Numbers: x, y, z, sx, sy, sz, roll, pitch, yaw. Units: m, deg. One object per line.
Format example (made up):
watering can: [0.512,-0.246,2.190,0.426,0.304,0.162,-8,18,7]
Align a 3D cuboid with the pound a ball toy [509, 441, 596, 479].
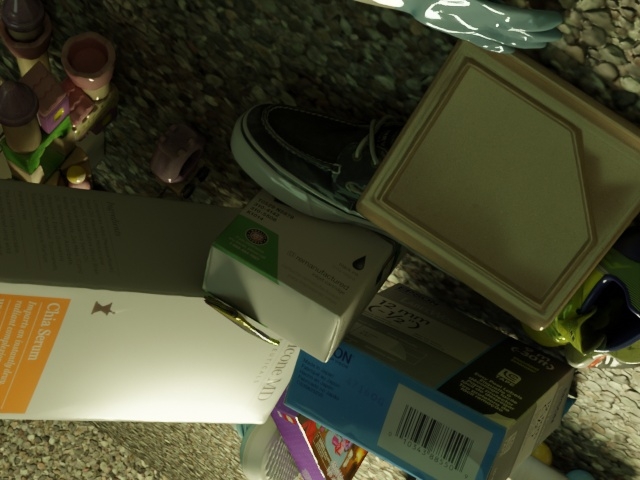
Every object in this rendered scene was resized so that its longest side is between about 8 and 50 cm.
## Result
pound a ball toy: [0.263,0.330,1.651,0.319,0.136,0.208,34,-179,3]

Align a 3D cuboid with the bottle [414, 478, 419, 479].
bottle: [0.189,0.494,2.041,0.118,0.092,0.283,27,154,16]

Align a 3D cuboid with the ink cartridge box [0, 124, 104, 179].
ink cartridge box: [-0.425,-0.107,1.607,0.148,0.203,0.086,33,153,4]

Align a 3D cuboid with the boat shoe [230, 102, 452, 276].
boat shoe: [0.070,-0.075,1.172,0.335,0.121,0.119,24,139,4]

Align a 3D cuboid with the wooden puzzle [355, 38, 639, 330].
wooden puzzle: [0.176,-0.054,1.052,0.221,0.044,0.239,34,125,3]

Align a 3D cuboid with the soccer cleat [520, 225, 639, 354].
soccer cleat: [0.267,0.068,1.142,0.093,0.121,0.289,37,156,-5]

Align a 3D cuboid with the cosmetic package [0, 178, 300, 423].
cosmetic package: [-0.242,0.079,1.297,0.453,0.162,0.230,6,131,-29]

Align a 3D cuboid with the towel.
towel: [-0.085,0.087,1.216,0.060,0.009,0.083,21,166,45]

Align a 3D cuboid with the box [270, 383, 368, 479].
box: [0.026,0.234,1.650,0.057,0.201,0.293,21,152,26]

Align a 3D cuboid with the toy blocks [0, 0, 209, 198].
toy blocks: [-0.328,-0.128,1.345,0.309,0.289,0.260,35,158,7]

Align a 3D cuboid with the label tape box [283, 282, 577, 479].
label tape box: [0.155,0.154,1.338,0.249,0.347,0.115,25,114,23]

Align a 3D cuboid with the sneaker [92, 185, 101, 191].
sneaker: [-0.455,-0.101,1.752,0.340,0.125,0.140,33,151,-1]

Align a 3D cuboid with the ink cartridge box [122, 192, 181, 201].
ink cartridge box: [-0.262,-0.032,1.547,0.145,0.045,0.179,-1,-170,-8]

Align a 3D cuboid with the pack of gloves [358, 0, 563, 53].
pack of gloves: [0.102,-0.201,0.863,0.232,0.046,0.195,16,157,-9]

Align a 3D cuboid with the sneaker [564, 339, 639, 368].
sneaker: [0.338,0.112,1.233,0.064,0.061,0.158,16,165,-26]

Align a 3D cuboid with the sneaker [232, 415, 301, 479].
sneaker: [-0.089,0.287,1.753,0.150,0.135,0.366,6,-173,12]

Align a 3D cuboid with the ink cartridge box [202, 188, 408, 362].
ink cartridge box: [0.000,0.000,1.234,0.160,0.219,0.093,29,140,11]
